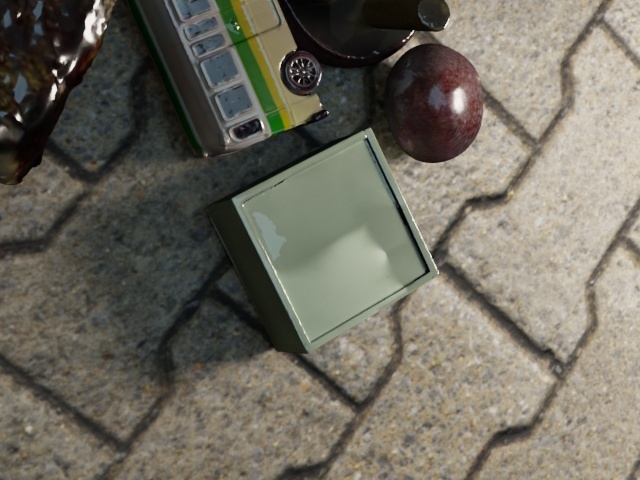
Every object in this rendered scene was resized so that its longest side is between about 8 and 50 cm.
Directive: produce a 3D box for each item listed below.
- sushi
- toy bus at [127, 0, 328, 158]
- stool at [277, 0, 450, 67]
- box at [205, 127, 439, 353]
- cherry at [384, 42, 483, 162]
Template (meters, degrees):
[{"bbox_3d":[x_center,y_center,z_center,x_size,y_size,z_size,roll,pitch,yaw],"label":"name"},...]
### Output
[{"bbox_3d":[-0.403,-0.234,1.259,0.281,0.299,0.294,32,75,-44],"label":"sushi"},{"bbox_3d":[-0.135,-0.266,1.465,0.179,0.143,0.305,-26,99,-22],"label":"toy bus"},{"bbox_3d":[0.061,-0.382,1.545,0.272,0.178,0.272,1,86,-24],"label":"stool"},{"bbox_3d":[0.000,0.000,1.527,0.225,0.117,0.224,-29,98,-23],"label":"box"},{"bbox_3d":[0.159,-0.198,1.592,0.140,0.176,0.176,-1,86,5],"label":"cherry"}]
